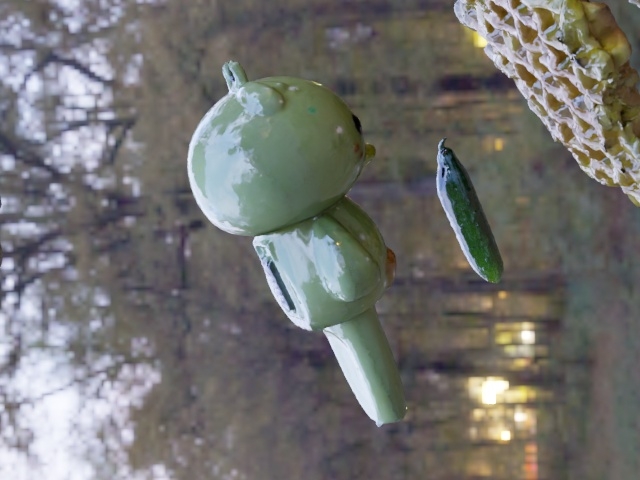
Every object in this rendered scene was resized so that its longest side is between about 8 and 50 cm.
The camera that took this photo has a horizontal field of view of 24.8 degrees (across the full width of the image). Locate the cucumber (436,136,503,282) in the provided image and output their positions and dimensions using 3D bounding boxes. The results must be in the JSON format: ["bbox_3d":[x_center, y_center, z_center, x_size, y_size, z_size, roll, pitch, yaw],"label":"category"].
[{"bbox_3d":[0.139,-0.028,1.397,0.037,0.037,0.155,-71,-40,-68],"label":"cucumber"}]

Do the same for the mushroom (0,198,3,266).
[{"bbox_3d":[-0.427,-0.035,1.250,0.314,0.336,0.314,-30,-51,-44],"label":"mushroom"}]

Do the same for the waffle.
[{"bbox_3d":[0.208,-0.156,1.256,0.301,0.058,0.281,54,178,-21],"label":"waffle"}]

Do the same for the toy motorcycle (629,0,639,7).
[{"bbox_3d":[0.381,-0.316,1.516,0.229,0.094,0.130,-52,-23,-35],"label":"toy motorcycle"}]

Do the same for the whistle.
[{"bbox_3d":[0.007,-0.008,1.089,0.294,0.141,0.141,53,-158,-20],"label":"whistle"}]
